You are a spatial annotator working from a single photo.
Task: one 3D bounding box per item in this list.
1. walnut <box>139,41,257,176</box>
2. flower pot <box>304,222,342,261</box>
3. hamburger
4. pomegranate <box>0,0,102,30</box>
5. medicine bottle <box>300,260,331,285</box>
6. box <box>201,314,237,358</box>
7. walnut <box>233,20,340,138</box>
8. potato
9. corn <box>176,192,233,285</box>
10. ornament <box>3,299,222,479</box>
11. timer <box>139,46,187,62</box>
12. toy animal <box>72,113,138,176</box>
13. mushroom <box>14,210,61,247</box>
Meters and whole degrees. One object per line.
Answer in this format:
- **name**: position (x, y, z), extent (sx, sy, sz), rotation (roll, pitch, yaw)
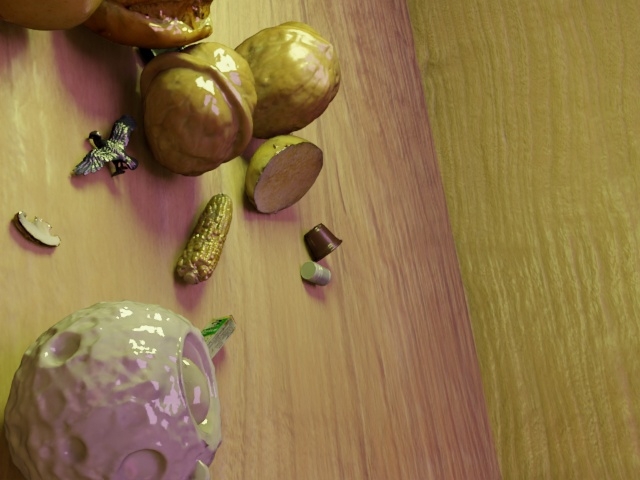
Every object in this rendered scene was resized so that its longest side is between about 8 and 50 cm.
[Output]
- **walnut**: position (-0.275, -0.304, 1.545), extent (0.285, 0.285, 0.296), rotation (55, 48, -30)
- **flower pot**: position (0.000, 0.000, 2.113), extent (0.089, 0.111, 0.111), rotation (52, 29, -6)
- **hamburger**: position (-0.384, -0.517, 1.479), extent (0.290, 0.314, 0.170), rotation (-40, 147, -60)
- **pomegranate**: position (-0.503, -0.524, 1.217), extent (0.307, 0.307, 0.308), rotation (41, 40, -46)
- **medicine bottle**: position (-0.013, 0.100, 2.053), extent (0.091, 0.058, 0.058), rotation (30, 49, -54)
- **box**: position (-0.253, 0.233, 1.513), extent (0.041, 0.049, 0.207), rotation (67, 26, -17)
- **walnut**: position (-0.103, -0.450, 1.905), extent (0.306, 0.343, 0.306), rotation (35, 40, -37)
- **potato**: position (-0.122, -0.195, 1.911), extent (0.116, 0.239, 0.299), rotation (35, 21, 25)
- **corn**: position (-0.263, -0.008, 1.606), extent (0.086, 0.086, 0.288), rotation (55, 30, -31)
- **ornament**: position (-0.321, 0.263, 1.061), extent (0.337, 0.337, 0.337), rotation (41, 40, -46)
- **timer**: position (-0.366, -0.432, 1.711), extent (0.187, 0.055, 0.144), rotation (56, 30, -22)
- **toy animal**: position (-0.432, -0.185, 1.412), extent (0.108, 0.062, 0.220), rotation (59, 35, -26)
- **mushroom**: position (-0.503, -0.017, 1.215), extent (0.101, 0.019, 0.049), rotation (47, 36, -45)
